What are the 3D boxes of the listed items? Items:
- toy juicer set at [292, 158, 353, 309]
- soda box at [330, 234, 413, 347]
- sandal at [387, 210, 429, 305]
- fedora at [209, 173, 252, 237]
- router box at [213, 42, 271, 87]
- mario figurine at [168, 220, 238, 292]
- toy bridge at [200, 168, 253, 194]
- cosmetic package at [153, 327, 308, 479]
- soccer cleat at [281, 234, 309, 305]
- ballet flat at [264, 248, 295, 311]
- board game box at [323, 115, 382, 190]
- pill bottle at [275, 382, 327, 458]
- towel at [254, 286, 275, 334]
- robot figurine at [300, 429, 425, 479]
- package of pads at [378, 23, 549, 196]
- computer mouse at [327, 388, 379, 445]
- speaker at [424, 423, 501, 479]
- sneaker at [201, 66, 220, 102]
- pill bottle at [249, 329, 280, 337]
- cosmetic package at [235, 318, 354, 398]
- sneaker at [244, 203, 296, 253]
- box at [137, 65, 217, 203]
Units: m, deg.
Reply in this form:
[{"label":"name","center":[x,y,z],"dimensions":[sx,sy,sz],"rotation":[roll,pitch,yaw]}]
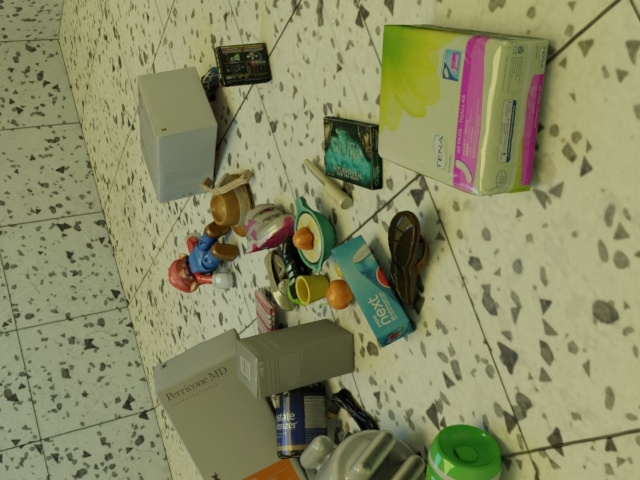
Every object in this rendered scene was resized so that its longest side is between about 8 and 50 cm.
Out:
[{"label":"toy juicer set","center":[0.000,0.000,1.623],"dimensions":[0.209,0.090,0.328],"rotation":[22,119,59]},{"label":"soda box","center":[0.099,0.096,1.465],"dimensions":[0.210,0.071,0.067],"rotation":[63,-179,28]},{"label":"sandal","center":[0.166,0.030,1.360],"dimensions":[0.090,0.060,0.219],"rotation":[-123,20,-47]},{"label":"fedora","center":[-0.254,-0.092,2.086],"dimensions":[0.194,0.079,0.194],"rotation":[32,127,56]},{"label":"router box","center":[-0.185,-0.416,1.786],"dimensions":[0.038,0.123,0.092],"rotation":[176,84,-67]},{"label":"mario figurine","center":[-0.340,0.055,2.306],"dimensions":[0.320,0.170,0.198],"rotation":[-39,29,49]},{"label":"toy bridge","center":[-0.260,-0.153,2.031],"dimensions":[0.188,0.063,0.026],"rotation":[-5,134,43]},{"label":"cosmetic package","center":[-0.214,0.478,1.884],"dimensions":[0.453,0.230,0.161],"rotation":[66,175,-18]},{"label":"soccer cleat","center":[-0.051,0.072,1.792],"dimensions":[0.072,0.060,0.178],"rotation":[23,127,47]},{"label":"ballet flat","center":[-0.101,0.097,1.891],"dimensions":[0.052,0.057,0.168],"rotation":[-50,56,45]},{"label":"board game box","center":[0.062,-0.178,1.507],"dimensions":[0.186,0.026,0.126],"rotation":[25,122,58]},{"label":"pill bottle","center":[-0.047,0.407,1.805],"dimensions":[0.123,0.123,0.219],"rotation":[145,125,-61]},{"label":"towel","center":[-0.141,0.238,2.027],"dimensions":[0.144,0.029,0.196],"rotation":[-135,38,-63]},{"label":"robot figurine","center":[0.086,0.517,1.528],"dimensions":[0.300,0.200,0.353],"rotation":[43,141,14]},{"label":"package of pads","center":[0.203,-0.202,1.148],"dimensions":[0.296,0.101,0.229],"rotation":[34,128,55]},{"label":"computer mouse","center":[0.050,0.473,1.733],"dimensions":[0.184,0.060,0.261],"rotation":[46,138,46]},{"label":"speaker","center":[0.232,0.468,1.313],"dimensions":[0.131,0.131,0.296],"rotation":[43,136,49]},{"label":"sneaker","center":[-0.314,-0.444,2.102],"dimensions":[0.135,0.052,0.058],"rotation":[-53,49,55]},{"label":"pill bottle","center":[-0.122,0.263,1.922],"dimensions":[0.065,0.116,0.065],"rotation":[33,129,55]},{"label":"cosmetic package","center":[-0.056,0.256,1.667],"dimensions":[0.127,0.238,0.107],"rotation":[26,120,61]},{"label":"sneaker","center":[-0.132,-0.039,1.847],"dimensions":[0.252,0.103,0.111],"rotation":[-19,84,62]},{"label":"box","center":[-0.413,-0.296,2.162],"dimensions":[0.345,0.168,0.214],"rotation":[111,141,-61]}]
